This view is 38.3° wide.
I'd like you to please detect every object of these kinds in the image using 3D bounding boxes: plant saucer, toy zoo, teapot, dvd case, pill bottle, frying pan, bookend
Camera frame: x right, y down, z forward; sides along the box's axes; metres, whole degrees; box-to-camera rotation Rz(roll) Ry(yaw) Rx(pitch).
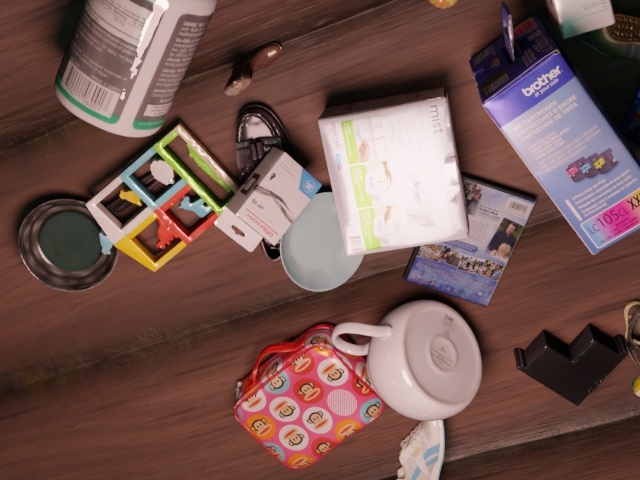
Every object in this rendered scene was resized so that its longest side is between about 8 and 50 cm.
[{"bbox_3d":[0.000,0.000,1.777,0.194,0.037,0.195,-8,105,-30],"label":"plant saucer"},{"bbox_3d":[-0.314,-0.068,1.786,0.293,0.030,0.192,-39,110,13],"label":"toy zoo"},{"bbox_3d":[0.178,0.245,1.829,0.187,0.252,0.256,-28,83,48],"label":"teapot"},{"bbox_3d":[0.286,-0.003,1.791,0.180,0.022,0.253,18,117,-3],"label":"dvd case"},{"bbox_3d":[-0.298,-0.374,1.560,0.204,0.204,0.361,27,116,-8],"label":"pill bottle"},{"bbox_3d":[-0.470,-0.046,1.828,0.197,0.053,0.326,28,105,-13],"label":"frying pan"},{"bbox_3d":[0.501,0.225,1.856,0.157,0.072,0.156,31,115,-9],"label":"bookend"}]

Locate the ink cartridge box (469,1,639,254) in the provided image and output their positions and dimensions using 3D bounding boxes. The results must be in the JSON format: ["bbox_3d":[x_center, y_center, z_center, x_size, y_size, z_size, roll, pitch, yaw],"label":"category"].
[{"bbox_3d":[0.388,-0.206,1.539,0.151,0.270,0.395,-36,108,19],"label":"ink cartridge box"}]

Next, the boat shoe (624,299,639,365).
[{"bbox_3d":[0.636,0.194,1.839,0.056,0.049,0.152,-15,114,12],"label":"boat shoe"}]

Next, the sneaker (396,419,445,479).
[{"bbox_3d":[0.219,0.446,1.989,0.092,0.087,0.229,8,115,4],"label":"sneaker"}]

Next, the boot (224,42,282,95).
[{"bbox_3d":[-0.118,-0.301,1.628,0.106,0.114,0.037,-30,111,19],"label":"boot"}]

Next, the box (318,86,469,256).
[{"bbox_3d":[0.136,-0.124,1.669,0.231,0.127,0.262,-10,107,9],"label":"box"}]

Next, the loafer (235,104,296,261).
[{"bbox_3d":[-0.097,-0.102,1.737,0.109,0.095,0.303,-6,116,8],"label":"loafer"}]

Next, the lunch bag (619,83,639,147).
[{"bbox_3d":[0.649,-0.162,1.523,0.220,0.293,0.138,12,117,-1],"label":"lunch bag"}]

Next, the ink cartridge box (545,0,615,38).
[{"bbox_3d":[0.397,-0.450,1.480,0.093,0.154,0.212,-17,114,14],"label":"ink cartridge box"}]

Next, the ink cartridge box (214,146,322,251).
[{"bbox_3d":[-0.095,-0.066,1.677,0.104,0.060,0.180,39,86,-30],"label":"ink cartridge box"}]

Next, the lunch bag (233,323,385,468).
[{"bbox_3d":[-0.036,0.318,1.929,0.293,0.120,0.258,-38,107,22],"label":"lunch bag"}]

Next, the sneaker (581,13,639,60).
[{"bbox_3d":[0.531,-0.342,1.576,0.192,0.086,0.064,8,88,-27],"label":"sneaker"}]

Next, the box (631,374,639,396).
[{"bbox_3d":[0.732,0.265,1.871,0.105,0.043,0.179,31,118,-10],"label":"box"}]

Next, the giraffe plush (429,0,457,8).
[{"bbox_3d":[0.216,-0.473,1.478,0.181,0.170,0.210,35,115,-11],"label":"giraffe plush"}]
